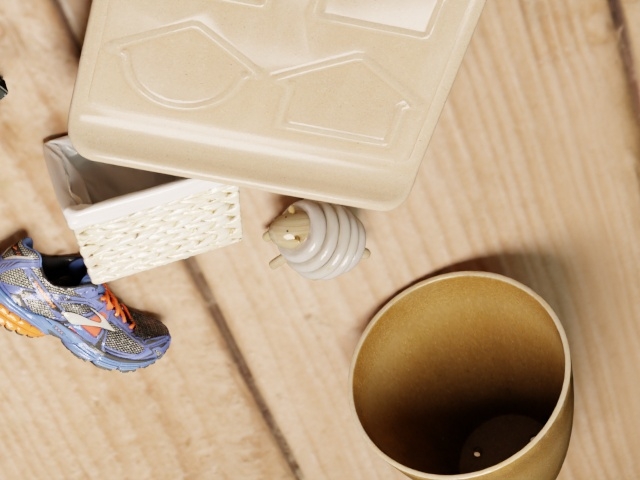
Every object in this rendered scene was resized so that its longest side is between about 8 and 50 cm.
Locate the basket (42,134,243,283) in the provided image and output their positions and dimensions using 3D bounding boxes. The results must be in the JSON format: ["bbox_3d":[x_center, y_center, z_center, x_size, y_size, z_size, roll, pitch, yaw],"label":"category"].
[{"bbox_3d":[-0.163,-0.045,1.685,0.167,0.113,0.103,-16,135,-9],"label":"basket"}]

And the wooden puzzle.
[{"bbox_3d":[-0.032,-0.201,1.537,0.322,0.080,0.347,9,128,-12],"label":"wooden puzzle"}]

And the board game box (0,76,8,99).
[{"bbox_3d":[-0.389,-0.114,1.595,0.186,0.026,0.126,-38,130,11],"label":"board game box"}]

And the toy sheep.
[{"bbox_3d":[0.000,0.000,1.805,0.132,0.091,0.091,12,123,-45],"label":"toy sheep"}]

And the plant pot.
[{"bbox_3d":[0.177,0.197,1.958,0.237,0.237,0.254,-28,145,2],"label":"plant pot"}]

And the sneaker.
[{"bbox_3d":[-0.232,0.064,1.767,0.221,0.083,0.087,24,108,-38],"label":"sneaker"}]
